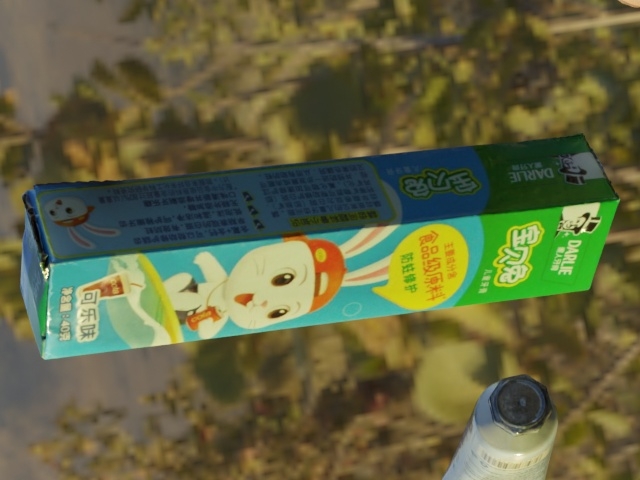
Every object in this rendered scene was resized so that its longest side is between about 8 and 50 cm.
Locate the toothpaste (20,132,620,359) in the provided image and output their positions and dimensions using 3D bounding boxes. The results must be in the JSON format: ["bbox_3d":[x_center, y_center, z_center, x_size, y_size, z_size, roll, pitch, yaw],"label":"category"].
[{"bbox_3d":[0.000,0.000,0.876,0.050,0.266,0.065,-114,25,-43],"label":"toothpaste"}]

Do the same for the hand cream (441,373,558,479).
[{"bbox_3d":[0.135,0.163,1.464,0.271,0.091,0.058,90,-178,-68],"label":"hand cream"}]

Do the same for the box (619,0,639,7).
[{"bbox_3d":[0.282,-0.231,1.452,0.135,0.151,0.151,18,119,52],"label":"box"}]
